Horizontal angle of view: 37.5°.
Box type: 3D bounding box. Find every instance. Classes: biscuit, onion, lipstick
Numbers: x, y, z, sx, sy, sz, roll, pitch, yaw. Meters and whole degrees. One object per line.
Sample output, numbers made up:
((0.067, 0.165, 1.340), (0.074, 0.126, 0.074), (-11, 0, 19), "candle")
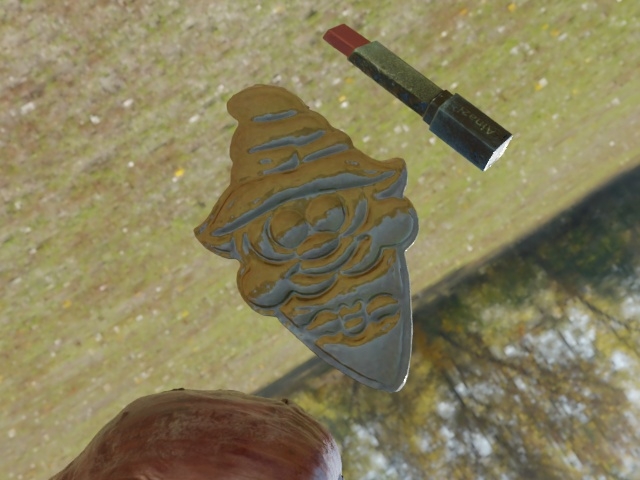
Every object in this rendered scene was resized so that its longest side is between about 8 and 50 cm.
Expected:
((0.000, 0.000, 0.691), (0.163, 0.250, 0.035), (-27, -177, 11), "biscuit")
((-0.121, 0.191, 0.825), (0.284, 0.120, 0.227), (-2, 176, -2), "onion")
((0.131, -0.218, 1.342), (0.051, 0.312, 0.051), (-41, 163, -32), "lipstick")
